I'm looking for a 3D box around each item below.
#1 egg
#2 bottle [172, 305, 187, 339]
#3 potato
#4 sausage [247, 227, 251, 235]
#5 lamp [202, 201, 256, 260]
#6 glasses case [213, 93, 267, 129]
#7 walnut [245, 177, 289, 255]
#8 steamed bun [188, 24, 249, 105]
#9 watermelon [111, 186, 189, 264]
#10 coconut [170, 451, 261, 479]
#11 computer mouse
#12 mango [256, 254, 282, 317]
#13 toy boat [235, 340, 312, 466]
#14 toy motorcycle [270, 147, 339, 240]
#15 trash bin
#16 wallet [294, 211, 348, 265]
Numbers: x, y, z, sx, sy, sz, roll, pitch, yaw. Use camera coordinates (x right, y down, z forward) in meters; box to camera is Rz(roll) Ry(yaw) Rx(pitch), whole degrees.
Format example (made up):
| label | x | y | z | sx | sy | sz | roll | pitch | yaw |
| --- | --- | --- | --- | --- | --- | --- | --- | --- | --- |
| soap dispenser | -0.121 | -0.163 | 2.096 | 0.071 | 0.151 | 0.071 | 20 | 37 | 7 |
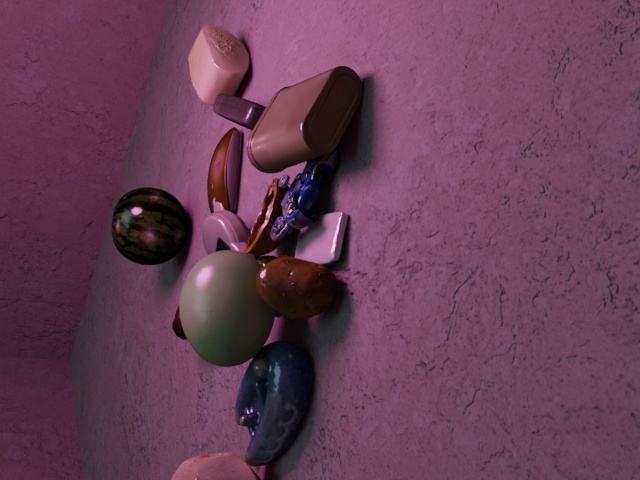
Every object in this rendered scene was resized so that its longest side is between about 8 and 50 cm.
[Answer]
| label | x | y | z | sx | sy | sz | roll | pitch | yaw |
| --- | --- | --- | --- | --- | --- | --- | --- | --- | --- |
| egg | -0.213 | 0.155 | 1.396 | 0.220 | 0.221 | 0.269 | -25 | 64 | 54 |
| bottle | -0.355 | 0.221 | 1.809 | 0.271 | 0.143 | 0.156 | -41 | 22 | 43 |
| potato | -0.051 | 0.102 | 1.320 | 0.137 | 0.176 | 0.137 | 17 | -90 | -77 |
| sausage | -0.202 | -0.022 | 1.749 | 0.100 | 0.015 | 0.015 | 34 | 110 | 58 |
| lamp | -0.247 | 0.015 | 1.719 | 0.246 | 0.108 | 0.179 | 51 | 143 | 31 |
| glasses case | -0.204 | -0.361 | 1.744 | 0.323 | 0.131 | 0.074 | 34 | 101 | 57 |
| walnut | -0.117 | -0.048 | 1.536 | 0.211 | 0.087 | 0.167 | -69 | 16 | -7 |
| steamed bun | -0.337 | -0.577 | 2.011 | 0.200 | 0.155 | 0.250 | -52 | 47 | 43 |
| watermelon | -0.621 | -0.052 | 2.199 | 0.285 | 0.285 | 0.284 | -25 | 60 | 54 |
| coconut | -0.241 | 0.601 | 1.399 | 0.241 | 0.241 | 0.241 | -25 | 60 | 54 |
| computer mouse | -0.312 | -0.212 | 1.939 | 0.158 | 0.072 | 0.310 | -16 | 68 | 59 |
| mango | -0.116 | 0.113 | 1.512 | 0.091 | 0.074 | 0.165 | -38 | 62 | 40 |
| toy boat | -0.137 | 0.375 | 1.415 | 0.329 | 0.123 | 0.215 | -60 | 34 | 32 |
| toy motorcycle | -0.036 | -0.109 | 1.411 | 0.136 | 0.092 | 0.254 | 11 | 72 | 60 |
| trash bin | -0.038 | -0.281 | 1.414 | 0.248 | 0.121 | 0.243 | -6 | 52 | 54 |
| wallet | 0.000 | 0.000 | 1.390 | 0.183 | 0.032 | 0.124 | -11 | 66 | 59 |
